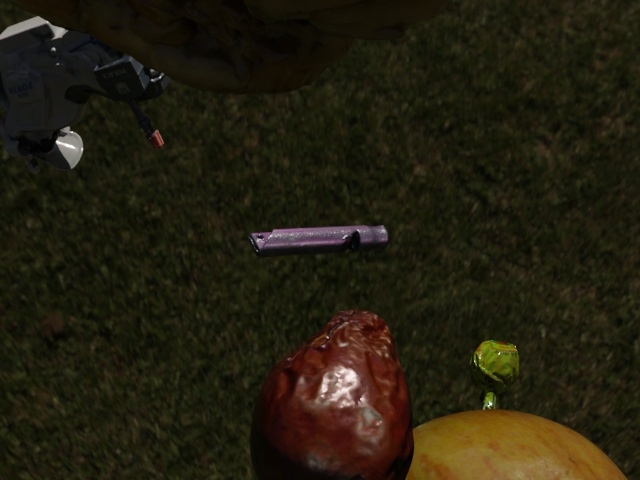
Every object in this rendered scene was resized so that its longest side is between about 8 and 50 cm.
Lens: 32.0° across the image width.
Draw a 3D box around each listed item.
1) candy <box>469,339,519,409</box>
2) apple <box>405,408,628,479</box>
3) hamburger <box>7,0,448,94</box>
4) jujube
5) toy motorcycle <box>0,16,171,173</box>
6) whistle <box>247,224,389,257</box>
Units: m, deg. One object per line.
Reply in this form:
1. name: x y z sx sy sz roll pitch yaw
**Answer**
1. candy: 0.248 0.271 1.670 0.077 0.073 0.262 17 62 -7
2. apple: 0.203 0.395 1.395 0.400 0.400 0.333 -38 45 -16
3. hamburger: -0.068 -0.217 0.519 0.318 0.158 0.319 30 40 -29
4. jujube: 0.020 0.161 1.076 0.168 0.168 0.236 14 37 7
5. toy motorcycle: -0.234 -0.144 1.049 0.221 0.150 0.102 -13 31 24
6. whistle: 0.000 0.000 1.294 0.176 0.033 0.033 -3 61 -28
